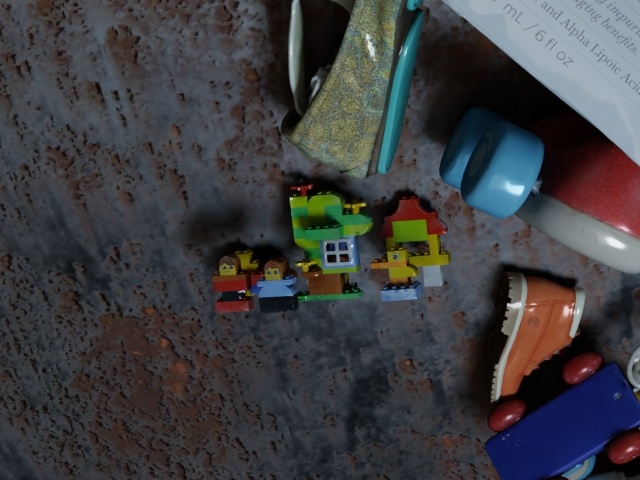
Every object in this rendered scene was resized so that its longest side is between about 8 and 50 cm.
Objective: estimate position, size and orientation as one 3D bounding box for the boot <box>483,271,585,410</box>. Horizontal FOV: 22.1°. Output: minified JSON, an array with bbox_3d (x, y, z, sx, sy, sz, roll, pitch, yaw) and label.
[{"bbox_3d":[0.200,0.101,1.544,0.084,0.059,0.158,5,128,-9],"label":"boot"}]

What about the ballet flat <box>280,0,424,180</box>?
[{"bbox_3d":[0.040,-0.199,1.269,0.123,0.123,0.348,10,129,-8],"label":"ballet flat"}]

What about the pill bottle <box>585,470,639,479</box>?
[{"bbox_3d":[0.405,0.271,1.616,0.272,0.152,0.152,-10,129,8],"label":"pill bottle"}]

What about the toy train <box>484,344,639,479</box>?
[{"bbox_3d":[0.289,0.158,1.552,0.248,0.105,0.143,-35,159,18],"label":"toy train"}]

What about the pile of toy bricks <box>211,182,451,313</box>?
[{"bbox_3d":[0.000,0.000,1.445,0.212,0.118,0.105,-4,97,16],"label":"pile of toy bricks"}]

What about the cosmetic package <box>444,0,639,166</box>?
[{"bbox_3d":[0.284,-0.256,1.101,0.217,0.156,0.385,40,110,-3],"label":"cosmetic package"}]

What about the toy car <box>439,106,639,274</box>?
[{"bbox_3d":[0.252,-0.102,1.325,0.219,0.210,0.238,25,98,-9],"label":"toy car"}]
